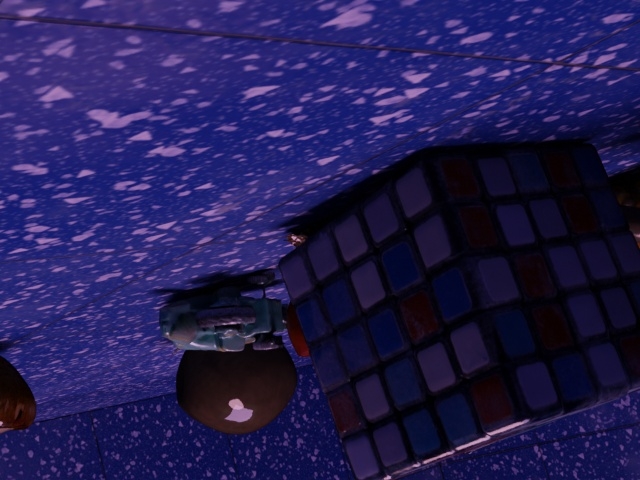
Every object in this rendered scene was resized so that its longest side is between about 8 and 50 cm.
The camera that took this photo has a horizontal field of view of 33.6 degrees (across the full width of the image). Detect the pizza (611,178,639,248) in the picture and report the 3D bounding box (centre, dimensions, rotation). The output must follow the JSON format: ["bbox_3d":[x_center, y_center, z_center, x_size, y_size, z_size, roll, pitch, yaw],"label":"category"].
[{"bbox_3d":[0.436,-0.018,1.621,0.278,0.114,0.409,-17,170,4],"label":"pizza"}]

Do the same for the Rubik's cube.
[{"bbox_3d":[0.174,0.080,1.186,0.292,0.293,0.287,-6,161,-39],"label":"Rubik's cube"}]

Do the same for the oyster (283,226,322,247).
[{"bbox_3d":[0.000,0.001,1.306,0.086,0.029,0.132,-17,167,15],"label":"oyster"}]

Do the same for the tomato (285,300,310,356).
[{"bbox_3d":[0.049,0.084,1.526,0.200,0.139,0.233,-22,167,19],"label":"tomato"}]

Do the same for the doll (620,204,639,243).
[{"bbox_3d":[0.497,0.015,1.144,0.252,0.378,0.382,-14,148,-8],"label":"doll"}]

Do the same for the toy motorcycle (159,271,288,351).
[{"bbox_3d":[-0.144,0.112,1.552,0.198,0.109,0.296,-7,174,10],"label":"toy motorcycle"}]

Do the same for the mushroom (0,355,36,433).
[{"bbox_3d":[-0.525,0.227,1.534,0.231,0.138,0.194,-5,-175,10],"label":"mushroom"}]

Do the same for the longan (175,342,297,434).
[{"bbox_3d":[-0.167,0.266,2.006,0.246,0.215,0.246,-14,158,-6],"label":"longan"}]

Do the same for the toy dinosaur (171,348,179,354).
[{"bbox_3d":[-0.189,0.163,1.920,0.180,0.037,0.058,-15,166,-5],"label":"toy dinosaur"}]
